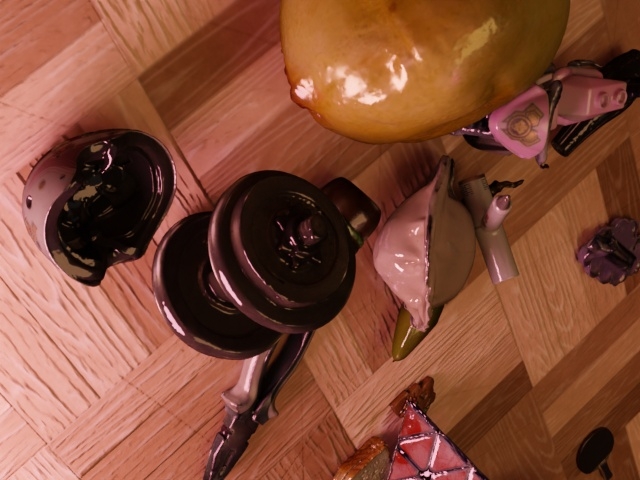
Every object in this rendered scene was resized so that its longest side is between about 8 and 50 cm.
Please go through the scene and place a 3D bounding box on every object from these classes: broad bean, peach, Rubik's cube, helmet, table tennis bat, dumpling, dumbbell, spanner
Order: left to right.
[{"bbox_3d":[-0.251,-0.046,1.260,0.177,0.107,0.153,-41,135,-42],"label":"helmet"},{"bbox_3d":[-0.077,0.032,1.355,0.192,0.290,0.192,14,64,-30],"label":"dumbbell"},{"bbox_3d":[-0.082,0.194,1.595,0.095,0.040,0.325,20,100,-46],"label":"spanner"},{"bbox_3d":[0.110,-0.257,1.318,0.315,0.281,0.314,-34,178,16],"label":"peach"},{"bbox_3d":[0.145,0.006,1.595,0.142,0.172,0.247,6,94,1],"label":"dumpling"},{"bbox_3d":[0.187,0.331,1.881,0.178,0.211,0.190,-24,103,-76],"label":"Rubik's cube"},{"bbox_3d":[0.181,0.037,1.713,0.067,0.075,0.325,25,96,-20],"label":"broad bean"},{"bbox_3d":[0.546,0.425,2.301,0.095,0.014,0.158,-44,134,-13],"label":"table tennis bat"}]

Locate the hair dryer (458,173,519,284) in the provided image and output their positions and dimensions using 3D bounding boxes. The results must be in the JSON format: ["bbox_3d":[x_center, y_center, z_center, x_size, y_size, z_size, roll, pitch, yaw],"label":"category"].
[{"bbox_3d":[0.242,-0.019,1.582,0.044,0.183,0.155,-20,90,-4],"label":"hair dryer"}]

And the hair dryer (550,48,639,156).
[{"bbox_3d":[0.444,-0.199,1.701,0.075,0.219,0.195,44,84,-15],"label":"hair dryer"}]

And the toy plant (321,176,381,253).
[{"bbox_3d":[0.000,0.000,1.511,0.162,0.093,0.093,-49,136,-4],"label":"toy plant"}]

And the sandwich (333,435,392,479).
[{"bbox_3d":[0.070,0.366,1.833,0.105,0.036,0.093,-37,133,-19],"label":"sandwich"}]

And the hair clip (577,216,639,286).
[{"bbox_3d":[0.512,0.021,2.004,0.195,0.052,0.124,22,105,-51],"label":"hair clip"}]

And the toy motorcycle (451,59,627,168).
[{"bbox_3d":[0.294,-0.182,1.589,0.327,0.188,0.143,-12,115,-36],"label":"toy motorcycle"}]

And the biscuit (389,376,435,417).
[{"bbox_3d":[0.147,0.254,1.849,0.092,0.016,0.082,-4,117,-42],"label":"biscuit"}]
